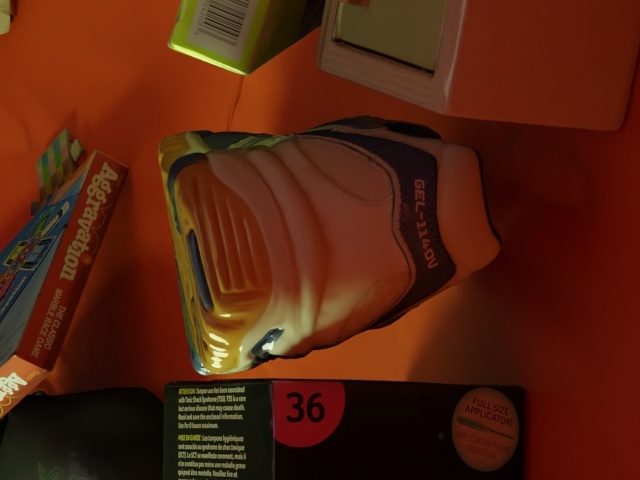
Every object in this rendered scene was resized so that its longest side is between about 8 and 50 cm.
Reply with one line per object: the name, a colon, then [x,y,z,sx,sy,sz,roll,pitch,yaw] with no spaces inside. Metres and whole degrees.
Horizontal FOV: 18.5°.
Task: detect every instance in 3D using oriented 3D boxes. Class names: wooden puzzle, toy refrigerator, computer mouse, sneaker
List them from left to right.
computer mouse: [-0.162,0.156,1.139,0.272,0.072,0.188,-22,68,57]
wooden puzzle: [-0.164,-0.037,1.223,0.083,0.006,0.049,-39,55,52]
sneaker: [0.000,0.000,0.859,0.296,0.131,0.112,-143,41,-80]
toy refrigerator: [0.075,-0.185,0.747,0.102,0.094,0.269,28,112,57]

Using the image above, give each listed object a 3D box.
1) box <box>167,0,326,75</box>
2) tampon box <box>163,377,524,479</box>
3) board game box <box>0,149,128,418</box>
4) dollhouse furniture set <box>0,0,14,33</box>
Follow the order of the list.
box: [-0.005,-0.144,0.850,0.178,0.042,0.109,-46,-24,-65]
tampon box: [0.008,0.137,0.804,0.101,0.120,0.161,-8,81,60]
board game box: [-0.205,0.064,1.207,0.281,0.027,0.145,-39,29,52]
dollhouse furniture set: [-0.283,-0.151,1.353,0.184,0.129,0.129,91,160,-50]
